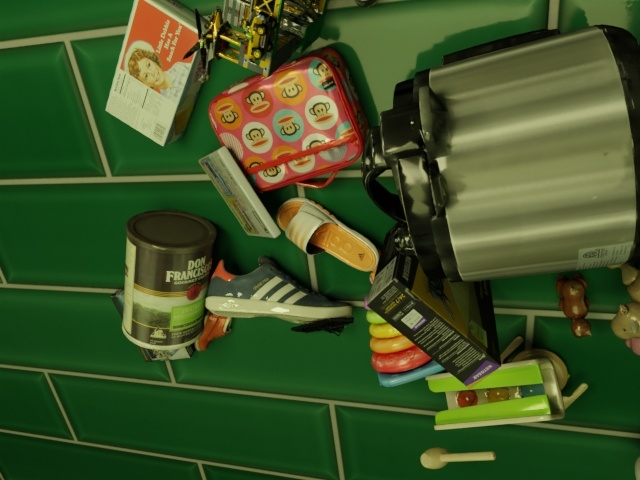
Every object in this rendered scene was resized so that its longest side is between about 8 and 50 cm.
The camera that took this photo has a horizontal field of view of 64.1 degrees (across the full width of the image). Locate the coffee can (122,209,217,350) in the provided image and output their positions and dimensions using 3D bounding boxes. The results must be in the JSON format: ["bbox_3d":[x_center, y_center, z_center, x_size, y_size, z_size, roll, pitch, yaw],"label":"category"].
[{"bbox_3d":[-0.365,0.091,1.225,0.201,0.201,0.276,17,115,8],"label":"coffee can"}]

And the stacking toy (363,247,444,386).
[{"bbox_3d":[0.161,0.160,1.153,0.165,0.175,0.302,-19,96,7],"label":"stacking toy"}]

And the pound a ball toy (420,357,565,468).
[{"bbox_3d":[0.379,0.396,1.161,0.319,0.135,0.208,-23,65,37],"label":"pound a ball toy"}]

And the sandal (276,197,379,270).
[{"bbox_3d":[0.003,-0.009,1.117,0.265,0.076,0.102,28,121,20],"label":"sandal"}]

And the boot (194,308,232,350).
[{"bbox_3d":[-0.290,0.249,1.386,0.084,0.059,0.158,22,120,-1],"label":"boot"}]

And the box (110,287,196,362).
[{"bbox_3d":[-0.468,0.233,1.437,0.159,0.044,0.233,-10,113,21],"label":"box"}]

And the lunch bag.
[{"bbox_3d":[-0.054,-0.221,1.035,0.292,0.120,0.258,-14,116,25],"label":"lunch bag"}]

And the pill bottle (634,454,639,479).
[{"bbox_3d":[0.880,0.447,1.025,0.229,0.229,0.408,34,122,-2],"label":"pill bottle"}]

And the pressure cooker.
[{"bbox_3d":[0.279,-0.119,0.829,0.419,0.376,0.370,-10,117,21],"label":"pressure cooker"}]

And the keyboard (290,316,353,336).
[{"bbox_3d":[0.013,0.214,1.225,0.192,0.100,0.038,-25,66,55],"label":"keyboard"}]

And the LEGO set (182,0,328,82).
[{"bbox_3d":[-0.107,-0.427,0.842,0.192,0.331,0.255,24,142,6],"label":"LEGO set"}]

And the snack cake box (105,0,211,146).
[{"bbox_3d":[-0.329,-0.352,1.061,0.152,0.089,0.264,33,121,1],"label":"snack cake box"}]

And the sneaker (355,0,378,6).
[{"bbox_3d":[0.104,-0.487,0.855,0.064,0.086,0.192,26,121,3],"label":"sneaker"}]

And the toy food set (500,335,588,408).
[{"bbox_3d":[0.502,0.306,1.185,0.192,0.038,0.132,38,117,8],"label":"toy food set"}]

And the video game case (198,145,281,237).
[{"bbox_3d":[-0.180,-0.100,1.115,0.213,0.023,0.193,58,161,-16],"label":"video game case"}]

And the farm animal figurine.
[{"bbox_3d":[0.637,0.115,0.958,0.330,0.172,0.327,15,120,9],"label":"farm animal figurine"}]

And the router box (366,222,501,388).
[{"bbox_3d":[0.225,0.099,0.996,0.243,0.309,0.081,39,118,-6],"label":"router box"}]

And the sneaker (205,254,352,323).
[{"bbox_3d":[-0.092,0.114,1.223,0.349,0.148,0.131,7,163,-7],"label":"sneaker"}]
